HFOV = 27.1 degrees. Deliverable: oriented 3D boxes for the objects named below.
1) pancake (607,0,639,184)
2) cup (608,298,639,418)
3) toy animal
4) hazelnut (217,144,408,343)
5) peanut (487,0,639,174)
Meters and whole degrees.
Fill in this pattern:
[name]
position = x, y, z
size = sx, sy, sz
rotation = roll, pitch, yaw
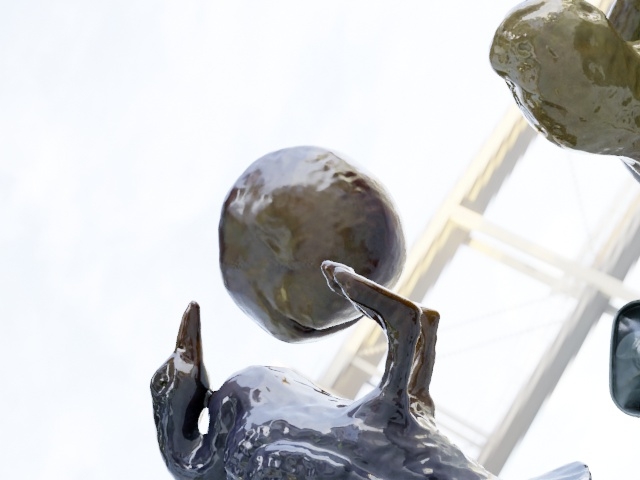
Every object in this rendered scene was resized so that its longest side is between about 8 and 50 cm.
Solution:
[pancake]
position = 0.292, -0.099, 0.864
size = 0.031, 0.250, 0.250
rotation = -35, -40, -41
[cup]
position = 0.298, 0.114, 1.083
size = 0.129, 0.095, 0.128
rotation = 10, -99, -59
[toy animal]
position = 0.024, 0.123, 0.861
size = 0.185, 0.298, 0.122
rotation = -63, -18, -1
[hazelnut]
position = 0.000, 0.000, 1.344
size = 0.208, 0.208, 0.208
rotation = -37, -38, -37
[peanut]
position = 0.177, -0.085, 0.766
size = 0.192, 0.089, 0.089
rotation = 17, -79, -30
